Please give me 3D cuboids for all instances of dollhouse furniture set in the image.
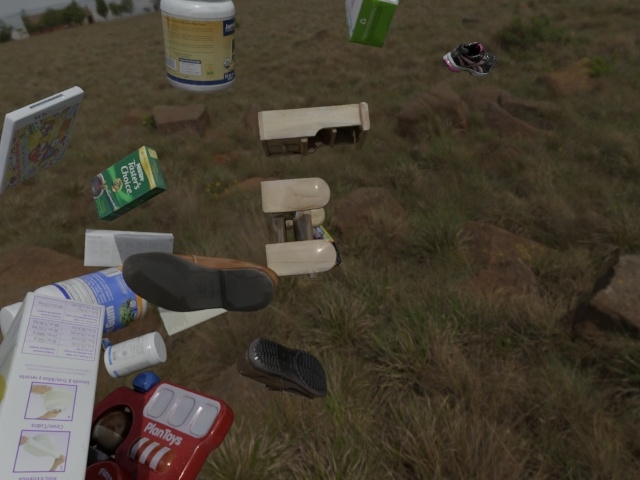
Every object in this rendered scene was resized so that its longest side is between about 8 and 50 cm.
[{"bbox_3d":[-0.002,-0.106,1.133,0.256,0.395,0.362,-5,-5,-1],"label":"dollhouse furniture set"}]

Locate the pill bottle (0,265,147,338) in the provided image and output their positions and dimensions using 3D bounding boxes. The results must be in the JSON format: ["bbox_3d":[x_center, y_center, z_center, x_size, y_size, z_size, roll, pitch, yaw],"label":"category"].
[{"bbox_3d":[-0.554,0.162,1.054,0.152,0.153,0.272,12,20,34],"label":"pill bottle"}]

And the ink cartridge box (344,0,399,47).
[{"bbox_3d":[0.143,-0.660,1.171,0.096,0.255,0.189,5,54,-11],"label":"ink cartridge box"}]

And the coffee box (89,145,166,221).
[{"bbox_3d":[-0.457,-0.133,1.096,0.184,0.113,0.040,-23,-14,18],"label":"coffee box"}]

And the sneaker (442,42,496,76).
[{"bbox_3d":[0.424,-0.497,1.261,0.178,0.072,0.077,-14,-14,-32],"label":"sneaker"}]

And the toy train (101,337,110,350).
[{"bbox_3d":[-0.753,0.415,1.658,0.027,0.036,0.158,-1,52,-50],"label":"toy train"}]

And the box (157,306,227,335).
[{"bbox_3d":[-0.432,0.235,1.661,0.274,0.113,0.094,-20,-1,-22],"label":"box"}]

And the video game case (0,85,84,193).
[{"bbox_3d":[-0.642,-0.229,1.057,0.227,0.026,0.206,-47,10,36],"label":"video game case"}]

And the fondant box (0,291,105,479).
[{"bbox_3d":[-0.354,0.263,0.539,0.096,0.238,0.331,19,41,-36],"label":"fondant box"}]

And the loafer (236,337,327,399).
[{"bbox_3d":[-0.118,0.413,1.468,0.130,0.366,0.134,-31,40,27],"label":"loafer"}]

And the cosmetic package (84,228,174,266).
[{"bbox_3d":[-0.564,0.024,1.371,0.238,0.099,0.060,4,15,-25],"label":"cosmetic package"}]

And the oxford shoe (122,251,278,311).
[{"bbox_3d":[-0.159,0.053,0.627,0.212,0.076,0.076,8,12,6],"label":"oxford shoe"}]

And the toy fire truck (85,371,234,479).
[{"bbox_3d":[-0.313,0.351,0.773,0.302,0.169,0.254,4,48,34],"label":"toy fire truck"}]

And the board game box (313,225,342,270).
[{"bbox_3d":[0.000,0.000,1.571,0.048,0.141,0.170,-33,52,-7],"label":"board game box"}]

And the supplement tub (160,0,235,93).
[{"bbox_3d":[-0.386,-0.658,1.478,0.228,0.317,0.228,5,36,-4],"label":"supplement tub"}]

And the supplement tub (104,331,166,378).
[{"bbox_3d":[-0.387,0.240,0.972,0.107,0.071,0.071,-17,31,-4],"label":"supplement tub"}]
